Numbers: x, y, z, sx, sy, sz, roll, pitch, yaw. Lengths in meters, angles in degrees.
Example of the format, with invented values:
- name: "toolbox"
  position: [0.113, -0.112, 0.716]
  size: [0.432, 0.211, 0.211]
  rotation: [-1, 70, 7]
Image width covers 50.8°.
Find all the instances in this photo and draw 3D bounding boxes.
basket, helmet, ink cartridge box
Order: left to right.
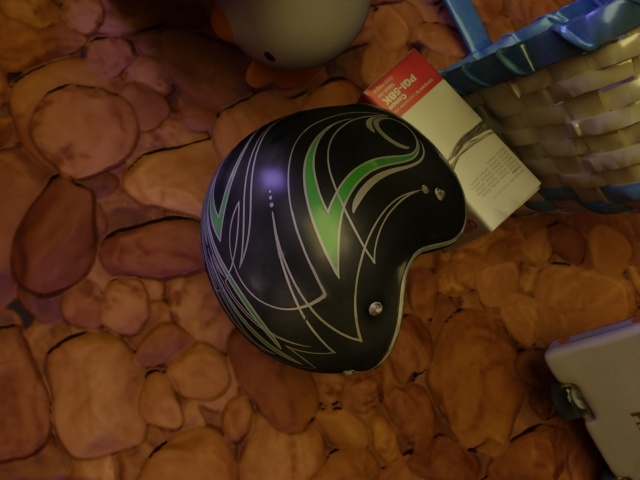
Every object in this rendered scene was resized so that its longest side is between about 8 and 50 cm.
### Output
- name: "helmet"
  position: [0.000, 0.000, 0.455]
  size: [0.169, 0.169, 0.161]
  rotation: [48, 58, 1]
- name: "ink cartridge box"
  position: [0.085, -0.062, 0.516]
  size: [0.056, 0.099, 0.135]
  rotation: [-42, 88, -14]
- name: "basket"
  position: [0.179, -0.167, 0.487]
  size: [0.201, 0.255, 0.289]
  rotation: [-35, 105, -15]

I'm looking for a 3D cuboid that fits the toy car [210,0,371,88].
- name: "toy car"
  position: [-0.041, -0.187, 0.457]
  size: [0.210, 0.238, 0.219]
  rotation: [-33, 53, -18]

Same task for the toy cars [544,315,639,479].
- name: "toy cars"
  position: [0.344, 0.167, 0.492]
  size: [0.393, 0.176, 0.087]
  rotation: [23, 35, 11]
